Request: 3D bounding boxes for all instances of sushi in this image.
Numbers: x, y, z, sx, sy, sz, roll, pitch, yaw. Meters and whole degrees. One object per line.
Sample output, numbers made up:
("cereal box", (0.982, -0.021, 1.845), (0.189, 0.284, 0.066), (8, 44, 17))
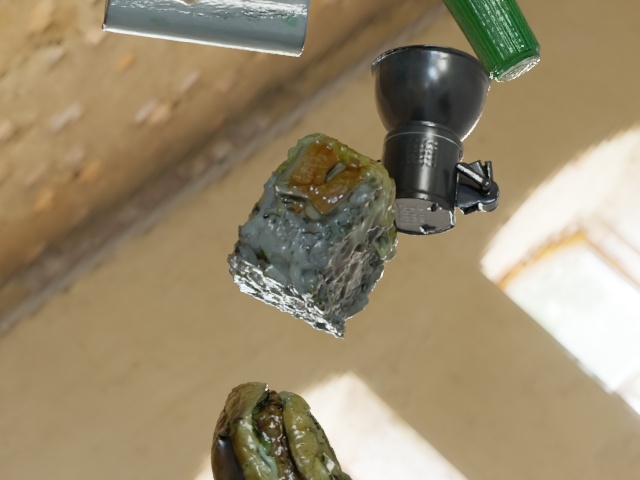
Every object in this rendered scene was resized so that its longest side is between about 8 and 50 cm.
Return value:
("sushi", (0.000, 0.000, 2.137), (0.184, 0.139, 0.274), (-57, -21, -14))

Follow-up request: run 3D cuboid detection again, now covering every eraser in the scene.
("eraser", (-0.129, -0.300, 2.222), (0.081, 0.227, 0.174), (116, 159, -60))

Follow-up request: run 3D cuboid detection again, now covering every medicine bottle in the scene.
("medicine bottle", (0.109, -0.285, 1.785), (0.076, 0.309, 0.111), (-36, -14, 27))

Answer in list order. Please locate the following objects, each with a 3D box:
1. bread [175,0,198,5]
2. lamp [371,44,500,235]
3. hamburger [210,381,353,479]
("bread", (-0.137, -0.258, 1.423), (0.139, 0.178, 0.060), (-64, -23, -12))
("lamp", (0.129, -0.098, 2.302), (0.147, 0.172, 0.227), (80, -166, -65))
("hamburger", (-0.050, 0.238, 1.992), (0.130, 0.183, 0.206), (-23, 3, -12))
